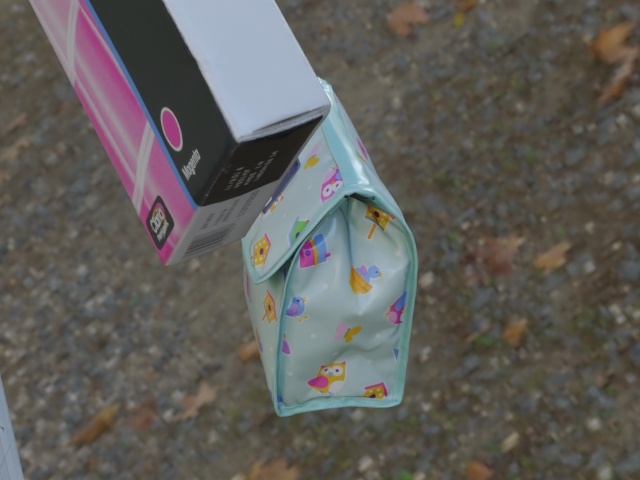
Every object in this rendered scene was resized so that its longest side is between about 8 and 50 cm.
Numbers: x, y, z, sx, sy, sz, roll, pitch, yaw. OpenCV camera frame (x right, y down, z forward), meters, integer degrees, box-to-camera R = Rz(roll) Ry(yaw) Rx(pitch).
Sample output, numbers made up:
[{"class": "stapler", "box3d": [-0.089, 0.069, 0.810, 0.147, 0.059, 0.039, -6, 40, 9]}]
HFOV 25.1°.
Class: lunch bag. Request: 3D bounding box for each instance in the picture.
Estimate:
[{"class": "lunch bag", "box3d": [0.000, 0.000, 1.367, 0.160, 0.262, 0.223, -6, 36, -9]}]

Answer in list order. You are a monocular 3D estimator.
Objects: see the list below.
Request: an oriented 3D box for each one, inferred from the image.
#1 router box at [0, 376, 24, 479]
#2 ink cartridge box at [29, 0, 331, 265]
[{"class": "router box", "box3d": [-0.127, 0.197, 0.380, 0.082, 0.335, 0.301, -8, 16, 0]}, {"class": "ink cartridge box", "box3d": [-0.124, -0.182, 0.800, 0.069, 0.371, 0.176, -21, -14, -24]}]
